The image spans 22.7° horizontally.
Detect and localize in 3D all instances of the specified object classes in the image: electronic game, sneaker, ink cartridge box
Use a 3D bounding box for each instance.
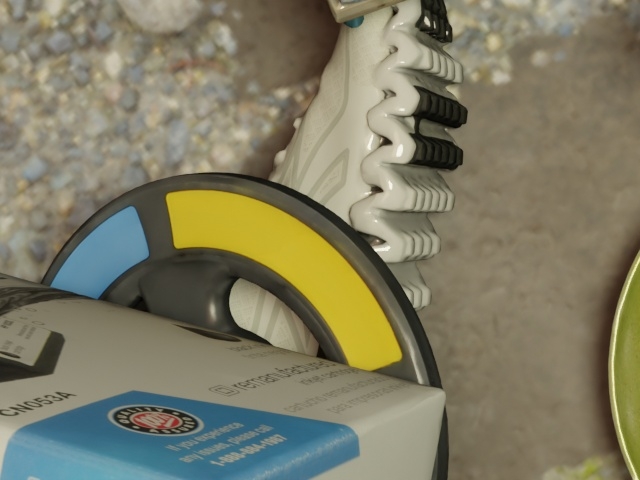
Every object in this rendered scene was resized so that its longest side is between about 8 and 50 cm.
[{"bbox_3d":[-0.047,0.084,0.723,0.229,0.048,0.229,3,96,29],"label":"electronic game"},{"bbox_3d":[0.000,0.000,0.772,0.118,0.110,0.292,8,87,19],"label":"sneaker"},{"bbox_3d":[-0.137,0.093,0.612,0.307,0.223,0.129,13,99,22],"label":"ink cartridge box"}]

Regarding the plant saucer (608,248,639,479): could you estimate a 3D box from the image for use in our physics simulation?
[{"bbox_3d":[0.258,0.063,0.751,0.241,0.037,0.241,-1,85,10],"label":"plant saucer"}]

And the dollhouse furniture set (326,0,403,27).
[{"bbox_3d":[0.094,-0.205,0.659,0.303,0.198,0.286,-18,64,-4],"label":"dollhouse furniture set"}]
